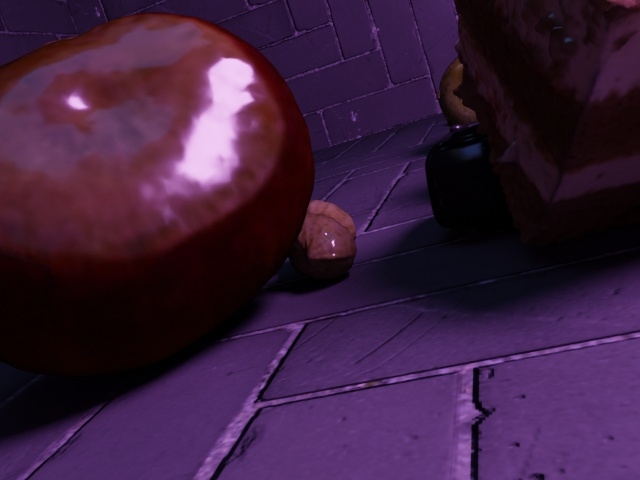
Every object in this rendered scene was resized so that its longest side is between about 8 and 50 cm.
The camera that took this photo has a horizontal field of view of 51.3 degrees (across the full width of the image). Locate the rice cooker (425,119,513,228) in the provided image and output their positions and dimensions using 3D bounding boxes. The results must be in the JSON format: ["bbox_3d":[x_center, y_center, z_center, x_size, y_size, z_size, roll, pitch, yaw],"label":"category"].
[{"bbox_3d":[0.202,-0.083,0.794,0.142,0.118,0.203,-11,16,31],"label":"rice cooker"}]

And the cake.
[{"bbox_3d":[0.270,-0.183,0.580,0.282,0.290,0.255,-16,52,-2],"label":"cake"}]

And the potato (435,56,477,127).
[{"bbox_3d":[0.443,-0.357,1.490,0.359,0.219,0.270,-21,4,-27],"label":"potato"}]

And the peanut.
[{"bbox_3d":[0.002,-0.001,0.817,0.089,0.089,0.193,-17,15,3],"label":"peanut"}]

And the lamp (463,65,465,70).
[{"bbox_3d":[0.345,-0.217,0.900,0.306,0.239,0.305,10,-24,4],"label":"lamp"}]

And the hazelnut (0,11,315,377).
[{"bbox_3d":[-0.208,-0.048,0.701,0.410,0.359,0.359,-33,17,-32],"label":"hazelnut"}]
